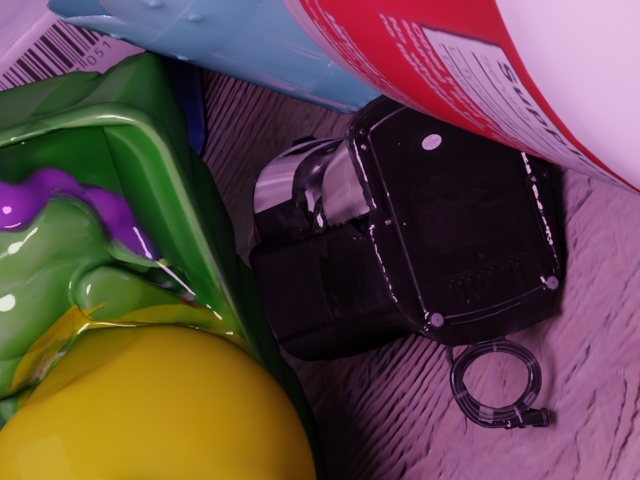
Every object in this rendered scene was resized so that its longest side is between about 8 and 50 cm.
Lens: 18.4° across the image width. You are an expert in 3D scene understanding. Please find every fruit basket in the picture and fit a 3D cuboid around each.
[{"bbox_3d":[-0.125,0.113,1.079,0.392,0.283,0.392,-13,-90,-75],"label":"fruit basket"}]

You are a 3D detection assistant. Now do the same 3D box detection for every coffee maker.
[{"bbox_3d":[0.037,0.015,1.017,0.178,0.120,0.171,154,122,-68],"label":"coffee maker"}]

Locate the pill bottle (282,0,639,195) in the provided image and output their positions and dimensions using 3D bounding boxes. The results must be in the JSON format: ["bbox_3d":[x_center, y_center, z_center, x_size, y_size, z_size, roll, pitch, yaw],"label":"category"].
[{"bbox_3d":[0.128,-0.127,0.645,0.407,0.229,0.229,-148,68,-70],"label":"pill bottle"}]

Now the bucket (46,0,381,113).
[{"bbox_3d":[-0.020,-0.216,1.129,0.281,0.183,0.281,-50,28,40],"label":"bucket"}]

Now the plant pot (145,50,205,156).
[{"bbox_3d":[-0.239,-0.102,1.738,0.236,0.212,0.236,-99,25,-44],"label":"plant pot"}]

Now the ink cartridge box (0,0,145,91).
[{"bbox_3d":[-0.198,-0.259,1.549,0.308,0.091,0.385,-46,35,-2],"label":"ink cartridge box"}]

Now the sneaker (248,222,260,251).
[{"bbox_3d":[0.000,0.000,1.190,0.161,0.075,0.057,163,115,-75],"label":"sneaker"}]
